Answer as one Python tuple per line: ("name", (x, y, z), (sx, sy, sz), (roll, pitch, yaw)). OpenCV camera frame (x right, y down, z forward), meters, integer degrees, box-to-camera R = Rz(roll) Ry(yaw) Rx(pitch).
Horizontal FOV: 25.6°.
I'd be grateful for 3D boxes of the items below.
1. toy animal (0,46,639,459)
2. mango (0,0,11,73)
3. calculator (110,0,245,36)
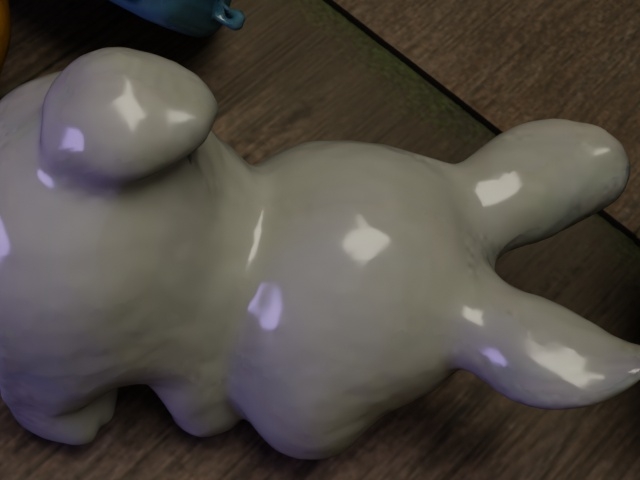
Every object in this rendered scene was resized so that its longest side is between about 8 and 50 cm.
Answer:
("toy animal", (-0.005, 0.005, 0.788), (0.367, 0.241, 0.196), (9, 58, -9))
("mango", (-0.303, -0.082, 0.832), (0.177, 0.120, 0.295), (43, 66, -14))
("calculator", (-0.180, -0.211, 0.940), (0.293, 0.173, 0.051), (29, 97, 4))
